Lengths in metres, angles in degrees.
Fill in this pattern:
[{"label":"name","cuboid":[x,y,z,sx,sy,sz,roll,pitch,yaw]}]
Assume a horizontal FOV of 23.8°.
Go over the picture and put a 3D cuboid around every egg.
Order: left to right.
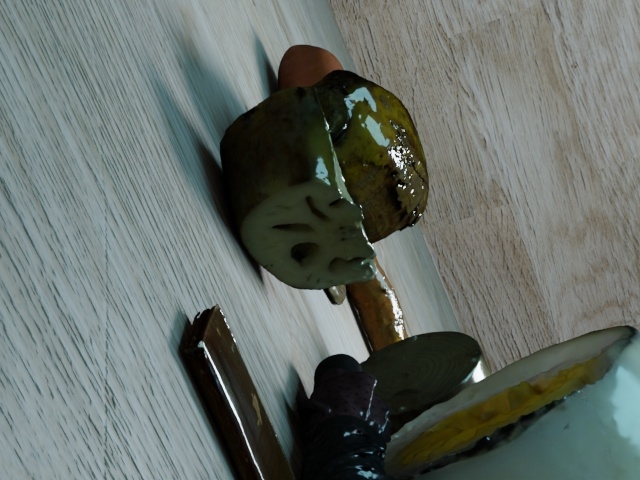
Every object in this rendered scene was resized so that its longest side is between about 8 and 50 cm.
[{"label":"egg","cuboid":[0.247,0.306,1.534,0.339,0.355,0.354,62,8,-1]}]

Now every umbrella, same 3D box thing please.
[{"label":"umbrella","cuboid":[0.024,0.190,1.446,0.326,0.094,0.090,-86,169,-71]}]

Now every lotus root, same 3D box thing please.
[{"label":"lotus root","cuboid":[-0.023,-0.042,1.555,0.235,0.138,0.119,60,18,-54]},{"label":"lotus root","cuboid":[0.028,-0.092,1.806,0.397,0.196,0.179,45,36,-72]}]

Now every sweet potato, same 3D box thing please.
[{"label":"sweet potato","cuboid":[0.090,0.108,2.193,0.072,0.066,0.314,-9,-76,65]}]

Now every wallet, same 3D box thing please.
[{"label":"wallet","cuboid":[-0.063,0.142,1.194,0.095,0.026,0.176,-73,141,-68]}]

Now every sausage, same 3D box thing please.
[{"label":"sausage","cuboid":[-0.006,-0.193,2.170,0.259,0.114,0.113,-100,167,-52]}]

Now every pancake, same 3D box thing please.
[{"label":"pancake","cuboid":[0.000,0.000,2.038,0.184,0.020,0.190,56,15,-57]}]

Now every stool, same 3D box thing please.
[{"label":"stool","cuboid":[0.150,0.263,1.814,0.179,0.179,0.264,-93,160,-66]}]
